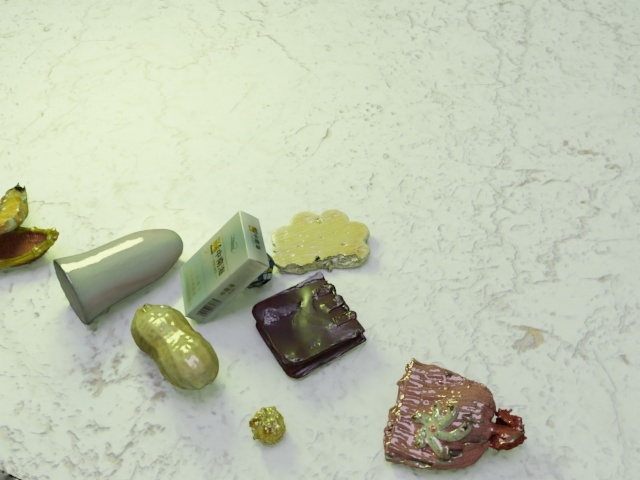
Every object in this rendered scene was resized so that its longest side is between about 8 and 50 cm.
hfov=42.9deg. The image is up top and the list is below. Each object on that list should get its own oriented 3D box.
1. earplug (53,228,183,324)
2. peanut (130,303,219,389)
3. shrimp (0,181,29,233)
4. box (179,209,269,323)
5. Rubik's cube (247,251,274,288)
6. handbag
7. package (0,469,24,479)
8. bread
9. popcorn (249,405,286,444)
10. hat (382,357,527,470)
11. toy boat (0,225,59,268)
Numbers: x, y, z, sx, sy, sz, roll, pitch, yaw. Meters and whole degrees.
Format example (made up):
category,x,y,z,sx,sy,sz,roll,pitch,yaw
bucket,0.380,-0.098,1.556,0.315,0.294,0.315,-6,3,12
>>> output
category,x,y,z,sx,sy,sz,roll,pitch,yaw
earplug,-0.468,0.058,1.965,0.301,0.172,0.172,-28,53,-24
peanut,-0.327,0.236,1.819,0.130,0.130,0.290,-33,48,-21
shrimp,-0.834,-0.076,2.106,0.164,0.062,0.317,-9,25,-6
box,-0.229,0.063,1.898,0.243,0.067,0.155,-42,45,27
Rubik's cube,-0.164,0.063,1.969,0.111,0.111,0.093,-16,75,-9
handbag,-0.027,0.192,1.862,0.216,0.074,0.203,-26,53,-18
package,-0.648,0.544,1.646,0.239,0.030,0.154,16,54,18
bread,0.000,0.000,2.043,0.250,0.039,0.182,-5,49,1
popcorn,-0.112,0.389,1.714,0.083,0.057,0.082,7,50,14
hat,0.278,0.367,1.665,0.286,0.107,0.237,10,61,19
toy boat,-0.809,0.013,2.068,0.317,0.099,0.141,-5,47,5
